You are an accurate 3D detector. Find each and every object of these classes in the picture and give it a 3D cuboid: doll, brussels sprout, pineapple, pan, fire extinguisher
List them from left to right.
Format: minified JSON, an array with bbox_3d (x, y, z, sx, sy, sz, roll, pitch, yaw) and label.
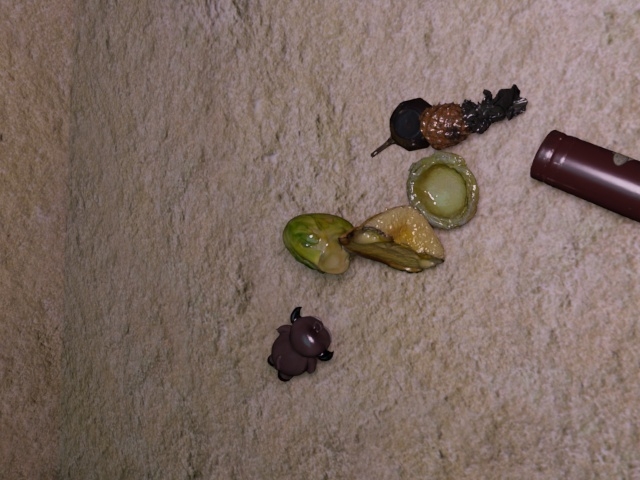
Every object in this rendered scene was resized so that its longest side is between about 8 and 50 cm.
[{"bbox_3d":[-0.060,0.314,1.707,0.182,0.117,0.257,50,121,16],"label":"doll"},{"bbox_3d":[0.000,0.000,1.566,0.223,0.223,0.161,27,93,29],"label":"brussels sprout"},{"bbox_3d":[0.211,-0.262,1.470,0.128,0.048,0.202,42,119,21],"label":"pan"},{"bbox_3d":[0.350,-0.286,1.325,0.237,0.111,0.119,-18,49,25],"label":"pineapple"},{"bbox_3d":[0.613,-0.121,1.178,0.337,0.114,0.135,31,86,27],"label":"fire extinguisher"}]

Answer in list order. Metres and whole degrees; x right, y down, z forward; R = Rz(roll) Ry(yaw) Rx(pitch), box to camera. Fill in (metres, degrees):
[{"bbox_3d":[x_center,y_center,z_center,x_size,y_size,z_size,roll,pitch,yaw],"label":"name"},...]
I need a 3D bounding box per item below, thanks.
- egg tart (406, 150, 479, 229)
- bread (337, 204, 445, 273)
[{"bbox_3d":[0.302,-0.120,1.412,0.197,0.078,0.197,9,105,35],"label":"egg tart"},{"bbox_3d":[0.180,-0.021,1.447,0.174,0.251,0.133,149,136,-64],"label":"bread"}]
